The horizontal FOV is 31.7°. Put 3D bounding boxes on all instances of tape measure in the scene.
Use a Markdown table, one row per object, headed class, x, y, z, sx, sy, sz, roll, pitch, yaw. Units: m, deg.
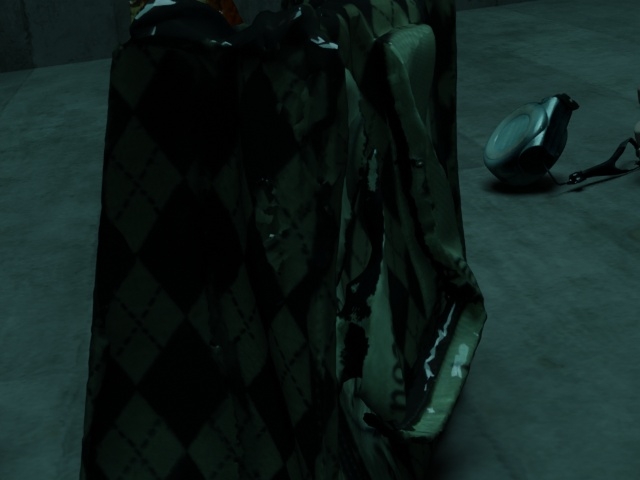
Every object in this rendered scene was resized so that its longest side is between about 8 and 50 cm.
| class | x | y | z | sx | sy | sz | roll | pitch | yaw |
| --- | --- | --- | --- | --- | --- | --- | --- | --- | --- |
| tape measure | 0.279 | -0.088 | 1.288 | 0.179 | 0.104 | 0.107 | 21 | -22 | -27 |

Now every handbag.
| class | x | y | z | sx | sy | sz | roll | pitch | yaw |
| --- | --- | --- | --- | --- | --- | --- | --- | --- | --- |
| handbag | 0.000 | 0.000 | 0.632 | 0.180 | 0.317 | 0.416 | 4 | 19 | 13 |

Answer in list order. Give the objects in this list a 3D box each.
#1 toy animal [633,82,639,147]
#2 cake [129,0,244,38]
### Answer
| class | x | y | z | sx | sy | sz | roll | pitch | yaw |
| --- | --- | --- | --- | --- | --- | --- | --- | --- | --- |
| toy animal | 0.450 | -0.116 | 1.228 | 0.212 | 0.124 | 0.124 | 23 | 12 | -13 |
| cake | -0.160 | -0.154 | 1.335 | 0.158 | 0.262 | 0.160 | -3 | 36 | 27 |
